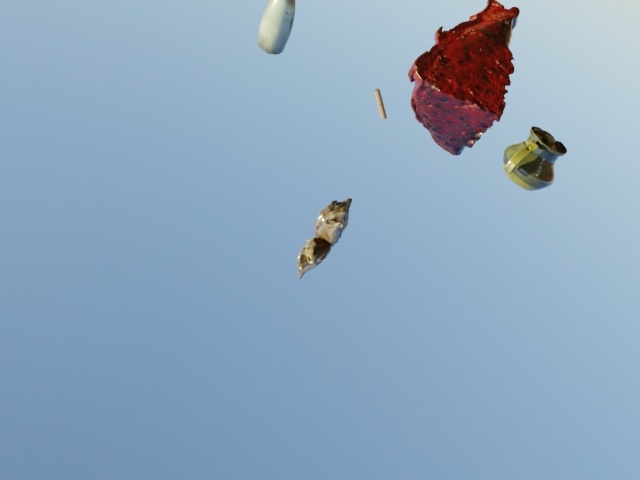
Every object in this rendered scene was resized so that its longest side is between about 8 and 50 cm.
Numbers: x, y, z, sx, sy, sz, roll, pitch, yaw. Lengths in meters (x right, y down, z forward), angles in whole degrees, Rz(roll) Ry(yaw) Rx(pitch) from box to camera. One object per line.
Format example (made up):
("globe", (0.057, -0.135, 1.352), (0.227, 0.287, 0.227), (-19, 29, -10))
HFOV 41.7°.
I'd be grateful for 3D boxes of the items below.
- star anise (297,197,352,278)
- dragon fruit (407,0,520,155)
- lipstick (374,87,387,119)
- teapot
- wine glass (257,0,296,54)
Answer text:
("star anise", (0.000, 0.000, 1.728), (0.065, 0.182, 0.195), (30, -152, -4))
("dragon fruit", (0.316, -0.404, 1.975), (0.227, 0.329, 0.286), (19, 164, -3))
("lipstick", (0.178, -0.406, 2.494), (0.019, 0.094, 0.019), (-14, -153, 7))
("teapot", (0.462, -0.179, 1.845), (0.130, 0.119, 0.165), (47, -149, 23))
("wine glass", (-0.064, -0.415, 1.438), (0.066, 0.198, 0.066), (13, -137, -12))
